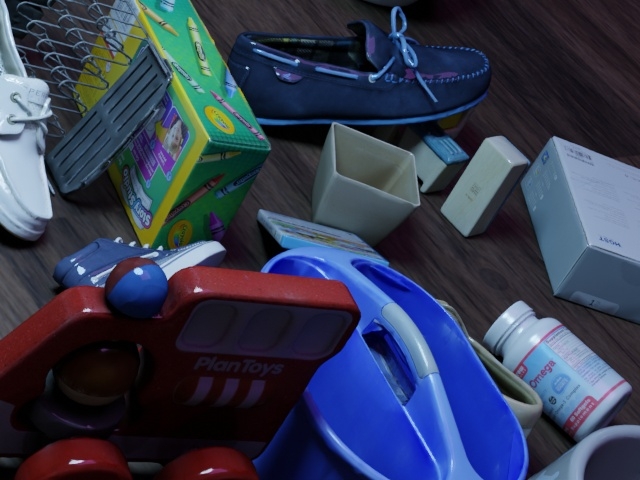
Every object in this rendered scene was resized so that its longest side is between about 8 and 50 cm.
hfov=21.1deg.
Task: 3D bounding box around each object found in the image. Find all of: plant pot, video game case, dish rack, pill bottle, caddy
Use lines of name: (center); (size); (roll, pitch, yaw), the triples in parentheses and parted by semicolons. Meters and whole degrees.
plant pot: (0.042, -0.054, 1.992); (0.109, 0.096, 0.109); (21, 33, -16)
video game case: (0.000, 0.000, 1.880); (0.119, 0.015, 0.166); (15, 7, -14)
dish rack: (-0.275, -0.191, 1.830); (0.074, 0.208, 0.271); (20, 31, -50)
pill bottle: (0.260, 0.143, 1.910); (0.160, 0.087, 0.087); (42, 34, 18)
caddy: (0.052, 0.150, 1.645); (0.241, 0.179, 0.341); (2, 42, -36)

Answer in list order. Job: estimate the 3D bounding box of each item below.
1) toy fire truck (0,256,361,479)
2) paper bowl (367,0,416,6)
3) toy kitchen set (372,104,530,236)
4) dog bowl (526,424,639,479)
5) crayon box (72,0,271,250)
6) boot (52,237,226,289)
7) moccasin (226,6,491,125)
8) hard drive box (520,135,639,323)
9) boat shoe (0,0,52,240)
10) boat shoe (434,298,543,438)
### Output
toy fire truck: (-0.143, 0.113, 1.462); (0.302, 0.254, 0.169); (9, 38, -31)
paper bowl: (0.087, -0.454, 2.528); (0.284, 0.148, 0.284); (21, 34, -15)
toy kitchen set: (0.195, -0.127, 2.193); (0.166, 0.122, 0.207); (-13, 53, -48)
dog bowl: (0.359, 0.329, 1.726); (0.349, 0.102, 0.349); (22, 32, -15)
crayon box: (-0.167, -0.131, 1.861); (0.081, 0.165, 0.278); (5, 41, -35)
boot: (-0.178, 0.022, 1.730); (0.086, 0.069, 0.190); (43, 36, 14)
moccasin: (0.055, -0.211, 2.104); (0.342, 0.117, 0.138); (-8, 31, -20)
hard drive box: (0.372, -0.009, 2.209); (0.181, 0.089, 0.232); (19, 34, -19)
boat shoe: (-0.320, -0.135, 1.745); (0.098, 0.096, 0.277); (22, 42, -65)
boat shoe: (0.113, 0.107, 1.826); (0.109, 0.098, 0.302); (-14, 51, -48)
